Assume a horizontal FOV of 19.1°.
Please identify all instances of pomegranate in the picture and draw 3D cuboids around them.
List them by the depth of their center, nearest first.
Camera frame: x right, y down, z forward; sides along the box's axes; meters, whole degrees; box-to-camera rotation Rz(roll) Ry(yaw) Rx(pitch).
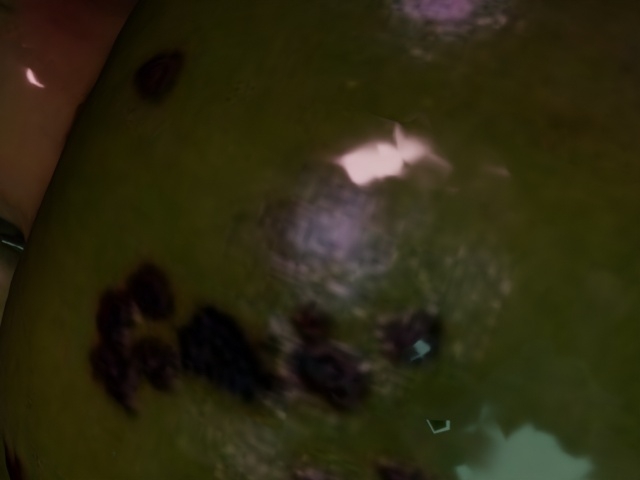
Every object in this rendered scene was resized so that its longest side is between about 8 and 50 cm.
[{"bbox_3d":[0.008,0.010,0.504,0.323,0.291,0.291,26,149,-19],"label":"pomegranate"}]

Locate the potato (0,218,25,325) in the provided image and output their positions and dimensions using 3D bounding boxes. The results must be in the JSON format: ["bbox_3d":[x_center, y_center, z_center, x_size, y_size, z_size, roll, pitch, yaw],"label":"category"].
[{"bbox_3d":[-0.172,0.015,0.712,0.251,0.113,0.149,4,-174,30],"label":"potato"}]
